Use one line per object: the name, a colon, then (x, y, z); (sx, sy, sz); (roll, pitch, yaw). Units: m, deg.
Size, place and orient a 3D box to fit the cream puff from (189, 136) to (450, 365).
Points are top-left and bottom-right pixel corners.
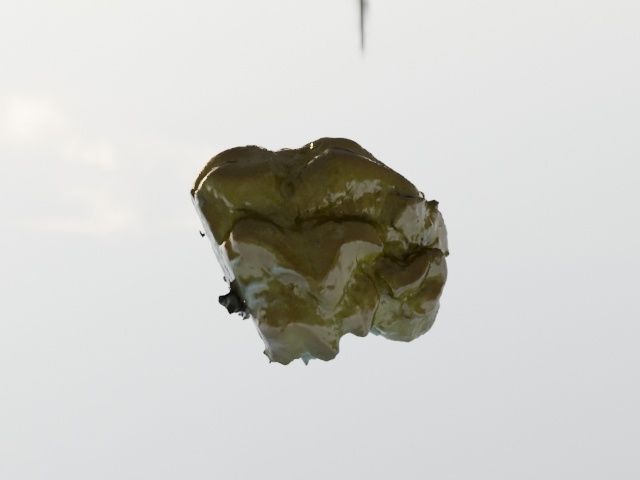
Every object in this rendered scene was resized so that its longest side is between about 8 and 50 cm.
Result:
cream puff: (0.001, 0.000, 1.148); (0.156, 0.121, 0.156); (-6, -167, 1)
